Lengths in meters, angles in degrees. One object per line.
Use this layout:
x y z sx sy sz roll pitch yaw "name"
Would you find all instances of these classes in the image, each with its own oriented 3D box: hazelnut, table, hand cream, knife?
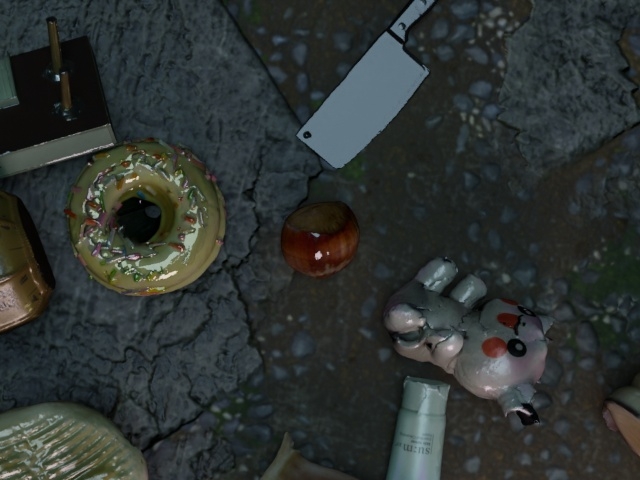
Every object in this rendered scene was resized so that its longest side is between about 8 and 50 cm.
0.000 0.000 1.496 0.086 0.086 0.086 0 86 -3 "hazelnut"
-0.342 -0.139 1.450 0.240 0.111 0.122 -17 60 -4 "table"
0.096 0.246 1.494 0.078 0.050 0.205 8 90 4 "hand cream"
0.077 -0.184 1.543 0.072 0.019 0.245 39 88 -3 "knife"

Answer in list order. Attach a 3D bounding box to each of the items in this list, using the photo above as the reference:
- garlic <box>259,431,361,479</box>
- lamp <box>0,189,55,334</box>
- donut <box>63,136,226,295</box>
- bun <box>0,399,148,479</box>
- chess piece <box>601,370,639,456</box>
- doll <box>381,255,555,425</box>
0.048 0.328 1.452 0.266 0.128 0.148 21 113 0 "garlic"
-0.370 0.032 1.437 0.185 0.161 0.161 -21 87 -6 "lamp"
-0.182 -0.026 1.491 0.174 0.068 0.175 0 87 -3 "donut"
-0.272 0.248 1.440 0.193 0.128 0.178 -25 87 -16 "bun"
0.429 0.131 1.481 0.261 0.143 0.143 -43 89 -9 "chess piece"
0.154 0.103 1.477 0.192 0.149 0.095 25 126 7 "doll"
